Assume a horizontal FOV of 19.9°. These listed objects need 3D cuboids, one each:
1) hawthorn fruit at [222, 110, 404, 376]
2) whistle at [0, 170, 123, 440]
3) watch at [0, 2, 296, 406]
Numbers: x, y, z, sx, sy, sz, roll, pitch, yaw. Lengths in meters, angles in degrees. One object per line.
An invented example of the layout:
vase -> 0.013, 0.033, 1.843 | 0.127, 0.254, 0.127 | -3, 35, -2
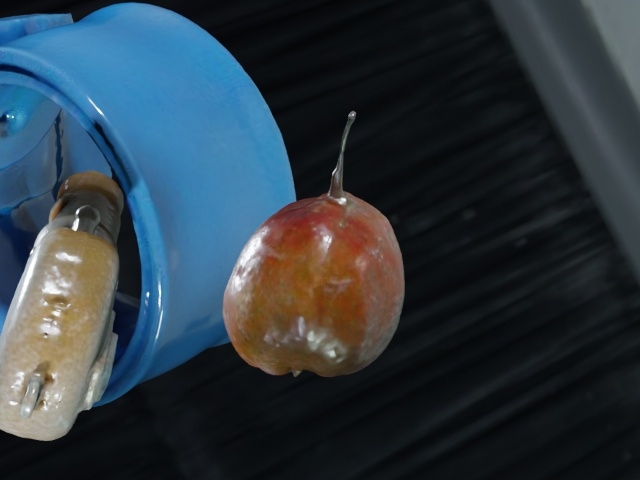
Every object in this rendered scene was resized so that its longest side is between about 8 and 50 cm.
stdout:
hawthorn fruit -> 0.000, 0.000, 0.665 | 0.067, 0.067, 0.103 | 22, 112, 43
whistle -> -0.130, 0.028, 0.947 | 0.220, 0.057, 0.107 | -90, 19, -62
watch -> -0.161, 0.008, 1.183 | 0.275, 0.241, 0.305 | 13, 118, 36
